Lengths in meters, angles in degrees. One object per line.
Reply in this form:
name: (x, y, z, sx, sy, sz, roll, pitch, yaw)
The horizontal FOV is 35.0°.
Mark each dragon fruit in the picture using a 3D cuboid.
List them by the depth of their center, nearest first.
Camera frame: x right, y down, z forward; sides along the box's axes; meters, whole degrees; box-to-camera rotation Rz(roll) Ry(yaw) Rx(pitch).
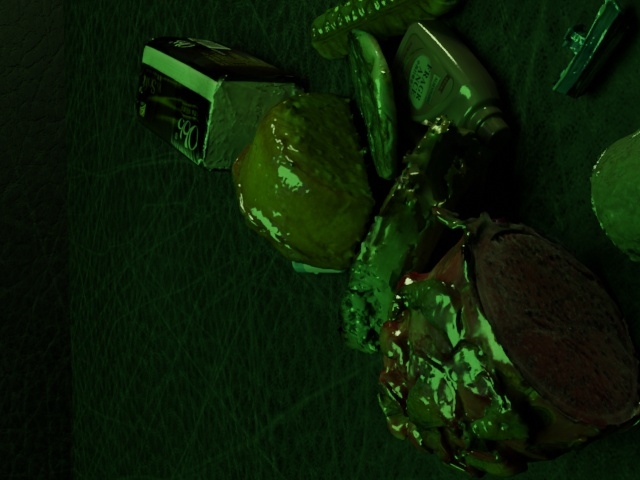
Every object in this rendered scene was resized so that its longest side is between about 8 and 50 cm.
dragon fruit: (0.202, 0.147, 1.237, 0.263, 0.296, 0.314, -44, 55, 39)

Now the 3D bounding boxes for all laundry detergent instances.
laundry detergent: (0.185, -0.191, 1.472, 0.237, 0.076, 0.171, 59, 143, 35)

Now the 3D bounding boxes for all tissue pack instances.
tissue pack: (-0.206, -0.276, 1.981, 0.370, 0.210, 0.198, 37, 126, 53)

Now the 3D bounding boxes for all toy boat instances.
toy boat: (0.327, -0.238, 1.243, 0.061, 0.060, 0.137, 47, 138, 19)

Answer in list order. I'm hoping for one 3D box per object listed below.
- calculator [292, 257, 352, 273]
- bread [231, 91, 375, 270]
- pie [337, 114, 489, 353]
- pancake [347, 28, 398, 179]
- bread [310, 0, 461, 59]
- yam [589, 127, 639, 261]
calculator: (0.000, 0.000, 1.818, 0.210, 0.039, 0.121, -1, 89, 59)
bread: (-0.040, -0.111, 1.677, 0.194, 0.179, 0.340, -57, 30, 38)
pie: (0.127, 0.000, 1.389, 0.103, 0.288, 0.354, 29, 142, 15)
pancake: (0.085, -0.213, 1.577, 0.253, 0.037, 0.253, 168, 90, -85)
bread: (0.095, -0.358, 1.604, 0.367, 0.077, 0.084, -8, 84, 58)
yam: (0.427, -0.071, 0.995, 0.304, 0.168, 0.168, -18, 77, 58)
